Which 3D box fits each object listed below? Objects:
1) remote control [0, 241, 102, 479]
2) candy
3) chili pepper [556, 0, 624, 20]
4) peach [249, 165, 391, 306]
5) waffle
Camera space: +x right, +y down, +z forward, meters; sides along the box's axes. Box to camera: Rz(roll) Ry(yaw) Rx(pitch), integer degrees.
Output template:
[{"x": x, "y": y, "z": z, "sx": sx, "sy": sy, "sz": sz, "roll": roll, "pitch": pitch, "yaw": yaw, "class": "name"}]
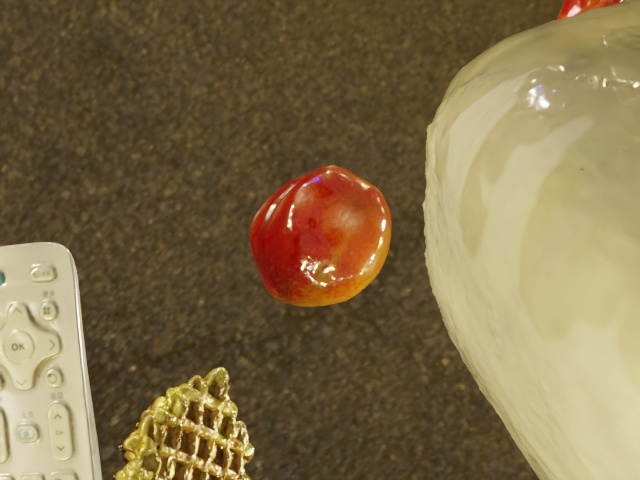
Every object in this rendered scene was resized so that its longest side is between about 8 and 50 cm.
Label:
[{"x": -0.161, "y": 0.116, "z": 0.682, "sx": 0.044, "sy": 0.073, "sz": 0.229, "roll": -6, "pitch": 90, "yaw": -72, "class": "remote control"}, {"x": 0.155, "y": 0.034, "z": 0.436, "sx": 0.295, "sy": 0.185, "sz": 0.295, "roll": 27, "pitch": 26, "yaw": -15, "class": "candy"}, {"x": 0.266, "y": -0.236, "z": 1.115, "sx": 0.059, "sy": 0.050, "sz": 0.191, "roll": 26, "pitch": 84, "yaw": 26, "class": "chili pepper"}, {"x": 0.000, "y": 0.001, "z": 0.850, "sx": 0.101, "sy": 0.101, "sz": 0.100, "roll": 14, "pitch": 59, "yaw": -26, "class": "peach"}, {"x": -0.148, "y": 0.284, "z": 1.362, "sx": 0.243, "sy": 0.059, "sz": 0.237, "roll": -38, "pitch": 121, "yaw": -54, "class": "waffle"}]
